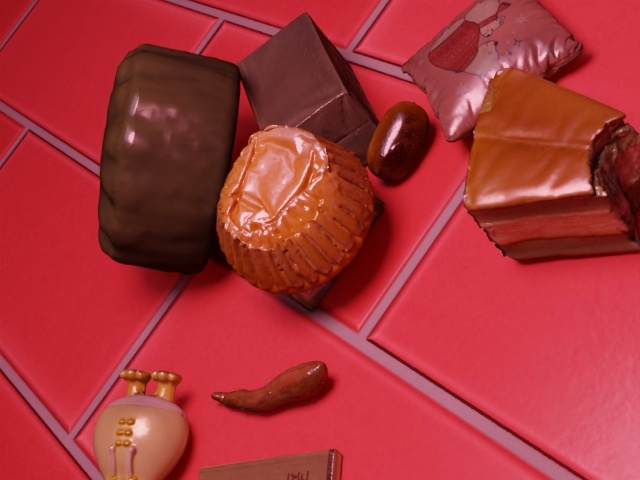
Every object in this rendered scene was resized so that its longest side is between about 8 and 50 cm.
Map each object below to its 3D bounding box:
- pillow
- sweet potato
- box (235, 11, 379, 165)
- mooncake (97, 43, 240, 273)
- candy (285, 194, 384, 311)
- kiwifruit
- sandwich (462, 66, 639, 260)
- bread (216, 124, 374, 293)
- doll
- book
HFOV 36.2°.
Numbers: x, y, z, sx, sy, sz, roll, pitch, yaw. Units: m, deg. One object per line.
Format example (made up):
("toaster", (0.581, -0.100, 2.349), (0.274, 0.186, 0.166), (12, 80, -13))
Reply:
("pillow", (0.239, -0.270, 1.426), (0.236, 0.084, 0.223), (-38, 43, 11))
("sweet potato", (-0.071, 0.212, 1.375), (0.214, 0.050, 0.050), (-23, 49, 34))
("box", (-0.013, -0.213, 1.548), (0.149, 0.155, 0.231), (-34, 44, 13))
("mooncake", (-0.247, -0.126, 1.545), (0.356, 0.194, 0.356), (-169, 90, -80))
("candy", (0.000, 0.000, 1.452), (0.097, 0.062, 0.194), (29, 83, 46))
("kiwifruit", (0.115, -0.147, 1.448), (0.075, 0.075, 0.124), (26, 94, 47))
("sandwich", (0.308, -0.108, 1.207), (0.198, 0.155, 0.227), (-7, 58, 34))
("bread", (-0.042, -0.042, 1.361), (0.240, 0.139, 0.239), (-7, 69, 20))
("doll", (-0.267, 0.323, 1.391), (0.142, 0.117, 0.296), (2, 53, 10))
("book", (-0.078, 0.365, 1.287), (0.231, 0.026, 0.161), (-16, 52, 31))
